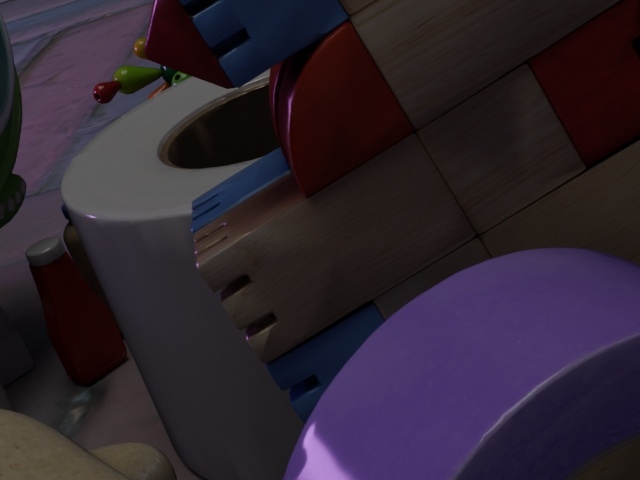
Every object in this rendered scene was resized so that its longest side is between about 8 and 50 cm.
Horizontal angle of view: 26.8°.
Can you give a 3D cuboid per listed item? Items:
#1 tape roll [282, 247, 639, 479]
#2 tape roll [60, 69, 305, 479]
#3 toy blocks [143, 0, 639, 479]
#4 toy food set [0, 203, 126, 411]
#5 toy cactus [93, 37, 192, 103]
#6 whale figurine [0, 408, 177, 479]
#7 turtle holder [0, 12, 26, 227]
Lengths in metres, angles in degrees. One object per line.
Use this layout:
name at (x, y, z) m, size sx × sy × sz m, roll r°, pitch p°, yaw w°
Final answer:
tape roll at (0.085, 0.103, 0.433) m, size 0.189 × 0.189 × 0.080 m, roll -27°, pitch 24°, yaw -15°
tape roll at (0.000, 0.000, 0.748) m, size 0.246 × 0.169 × 0.246 m, roll -17°, pitch 23°, yaw 7°
toy blocks at (0.066, -0.022, 0.547) m, size 0.261 × 0.381 × 0.191 m, roll -31°, pitch 17°, yaw 4°
toy food set at (-0.199, 0.042, 0.895) m, size 0.232 × 0.105 × 0.111 m, roll -34°, pitch 27°, yaw -29°
toy cactus at (-0.106, -0.186, 1.343) m, size 0.219 × 0.112 × 0.180 m, roll -16°, pitch 12°, yaw 31°
whale figurine at (-0.106, 0.173, 0.547) m, size 0.272 × 0.141 × 0.216 m, roll 11°, pitch 31°, yaw 8°
turtle holder at (-0.324, -0.078, 0.848) m, size 0.243 × 0.227 × 0.320 m, roll 13°, pitch 68°, yaw 0°
